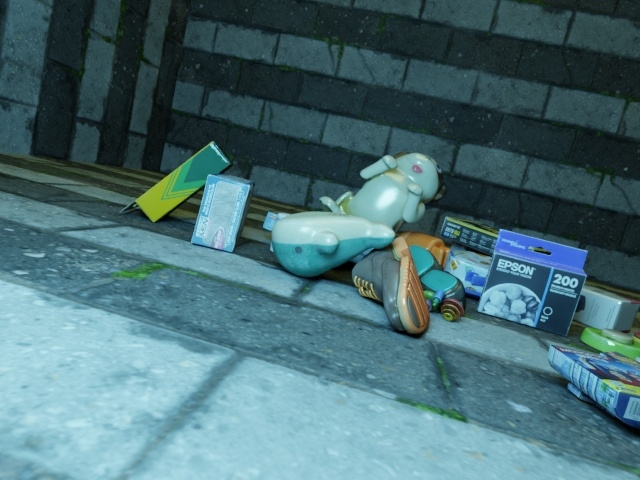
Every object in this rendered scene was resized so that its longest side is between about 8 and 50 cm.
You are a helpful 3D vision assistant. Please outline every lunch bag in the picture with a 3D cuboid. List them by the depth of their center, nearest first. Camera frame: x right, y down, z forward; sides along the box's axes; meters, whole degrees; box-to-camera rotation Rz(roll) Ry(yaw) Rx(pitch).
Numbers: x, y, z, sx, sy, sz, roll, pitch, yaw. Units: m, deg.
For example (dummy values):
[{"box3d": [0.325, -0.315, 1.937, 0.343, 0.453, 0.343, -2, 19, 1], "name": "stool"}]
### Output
[{"box3d": [0.496, 0.119, 1.207, 0.303, 0.115, 0.243, 16, 10, 13], "name": "lunch bag"}]

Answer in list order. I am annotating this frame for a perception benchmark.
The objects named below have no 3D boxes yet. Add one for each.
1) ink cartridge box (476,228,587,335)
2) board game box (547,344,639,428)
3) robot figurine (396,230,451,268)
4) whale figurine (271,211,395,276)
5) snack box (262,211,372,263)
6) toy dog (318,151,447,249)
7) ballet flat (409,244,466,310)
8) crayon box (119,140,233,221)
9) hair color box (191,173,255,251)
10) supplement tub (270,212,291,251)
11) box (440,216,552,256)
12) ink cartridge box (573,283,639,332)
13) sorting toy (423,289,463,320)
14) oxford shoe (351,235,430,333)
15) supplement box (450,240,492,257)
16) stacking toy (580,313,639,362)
[{"box3d": [0.504, 0.098, 0.992, 0.206, 0.208, 0.045, 15, 5, 11], "name": "ink cartridge box"}, {"box3d": [0.439, 0.213, 0.599, 0.194, 0.060, 0.194, 13, 6, -3], "name": "board game box"}, {"box3d": [0.353, 0.038, 1.487, 0.158, 0.128, 0.219, -42, 38, -24], "name": "robot figurine"}, {"box3d": [0.027, 0.010, 0.936, 0.272, 0.141, 0.216, 0, 11, 3], "name": "whale figurine"}, {"box3d": [0.000, 0.000, 1.255, 0.322, 0.060, 0.187, 19, -3, 39], "name": "snack box"}, {"box3d": [0.261, -0.135, 1.469, 0.284, 0.408, 0.395, 45, -4, 25], "name": "toy dog"}, {"box3d": [0.268, 0.101, 1.017, 0.096, 0.095, 0.280, 57, 4, -20], "name": "ballet flat"}, {"box3d": [-0.414, -0.161, 1.245, 0.083, 0.323, 0.203, 53, -1, -13], "name": "crayon box"}, {"box3d": [-0.256, -0.089, 1.153, 0.105, 0.173, 0.347, 15, 8, -8], "name": "hair color box"}, {"box3d": [-0.097, -0.018, 1.165, 0.071, 0.107, 0.071, 14, 8, -2], "name": "supplement tub"}, {"box3d": [0.620, 0.010, 1.435, 0.257, 0.079, 0.322, 8, 14, -41], "name": "box"}, {"box3d": [0.791, 0.186, 1.262, 0.172, 0.100, 0.237, 8, 11, -38], "name": "ink cartridge box"}, {"box3d": [0.245, 0.138, 0.873, 0.102, 0.061, 0.042, 10, 39, 33], "name": "sorting toy"}, {"box3d": [0.135, 0.096, 0.844, 0.133, 0.130, 0.363, -18, 10, 12], "name": "oxford shoe"}, {"box3d": [0.597, 0.080, 1.590, 0.239, 0.130, 0.073, 11, 8, -26], "name": "supplement box"}, {"box3d": [0.757, 0.213, 0.892, 0.280, 0.130, 0.309, 13, 7, -9], "name": "stacking toy"}]
